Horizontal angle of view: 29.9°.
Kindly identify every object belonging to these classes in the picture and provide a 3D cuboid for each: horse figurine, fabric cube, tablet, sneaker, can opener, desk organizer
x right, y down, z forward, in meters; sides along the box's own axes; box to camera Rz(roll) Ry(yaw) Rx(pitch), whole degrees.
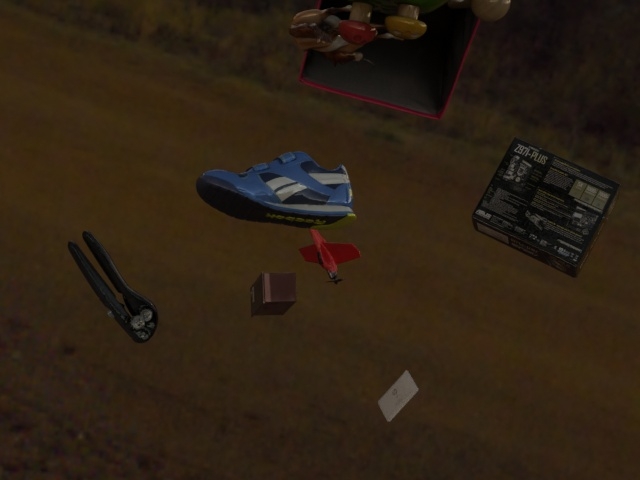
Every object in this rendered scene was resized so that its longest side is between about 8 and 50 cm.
[{"bbox_3d":[0.028,-0.320,1.856,0.174,0.066,0.263,-3,1,31],"label":"horse figurine"},{"bbox_3d":[0.126,-0.401,1.998,0.254,0.259,0.258,15,45,-3],"label":"fabric cube"},{"bbox_3d":[0.135,0.273,2.105,0.006,0.083,0.054,27,22,-36],"label":"tablet"},{"bbox_3d":[-0.038,-0.047,1.041,0.144,0.059,0.053,9,-17,-21],"label":"sneaker"},{"bbox_3d":[-0.290,0.068,1.674,0.073,0.059,0.186,10,-39,57],"label":"can opener"},{"bbox_3d":[-0.071,0.081,1.781,0.050,0.047,0.130,-1,-12,-11],"label":"desk organizer"}]

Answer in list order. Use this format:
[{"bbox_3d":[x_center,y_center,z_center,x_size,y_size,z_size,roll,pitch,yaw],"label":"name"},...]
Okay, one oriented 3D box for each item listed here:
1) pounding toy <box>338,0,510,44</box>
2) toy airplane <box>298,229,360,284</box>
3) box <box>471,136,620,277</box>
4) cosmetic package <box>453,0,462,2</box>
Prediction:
[{"bbox_3d":[0.110,-0.303,1.575,0.237,0.110,0.183,11,0,-22],"label":"pounding toy"},{"bbox_3d":[0.000,0.000,1.871,0.028,0.151,0.151,-27,39,-34],"label":"toy airplane"},{"bbox_3d":[0.345,-0.051,1.841,0.180,0.147,0.077,26,-9,17],"label":"box"},{"bbox_3d":[0.202,-0.380,1.324,0.117,0.231,0.085,52,1,-29],"label":"cosmetic package"}]
